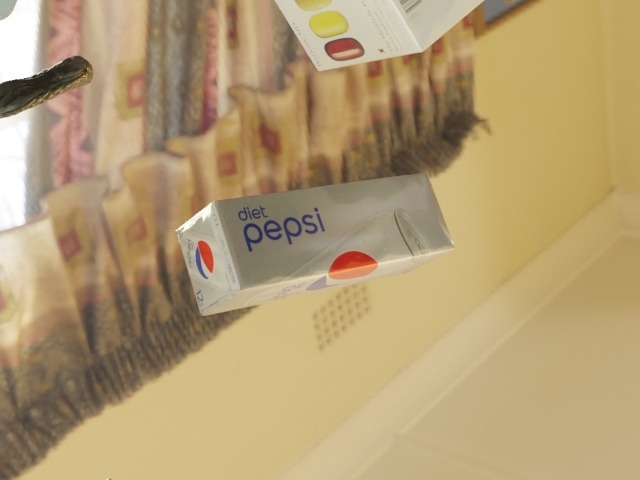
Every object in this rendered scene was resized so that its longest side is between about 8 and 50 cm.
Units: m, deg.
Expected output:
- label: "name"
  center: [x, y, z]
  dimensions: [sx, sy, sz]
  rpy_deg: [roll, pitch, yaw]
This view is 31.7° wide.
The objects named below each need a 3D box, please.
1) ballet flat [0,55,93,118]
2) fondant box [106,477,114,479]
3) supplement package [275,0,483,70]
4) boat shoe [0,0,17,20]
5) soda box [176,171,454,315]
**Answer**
- label: "ballet flat"
  center: [-0.390, -0.199, 1.537]
  dimensions: [0.173, 0.049, 0.057]
  rpy_deg: [-24, -119, -8]
- label: "fondant box"
  center: [-0.218, 0.455, 1.345]
  dimensions: [0.238, 0.096, 0.330]
  rpy_deg: [31, -160, -3]
- label: "supplement package"
  center: [0.068, -0.313, 1.416]
  dimensions: [0.134, 0.139, 0.244]
  rpy_deg: [-42, -160, -22]
- label: "boat shoe"
  center: [-0.293, -0.299, 1.075]
  dimensions: [0.065, 0.183, 0.083]
  rpy_deg: [22, -169, -18]
- label: "soda box"
  center: [0.000, 0.000, 1.191]
  dimensions: [0.286, 0.098, 0.091]
  rpy_deg: [-9, 166, -36]
